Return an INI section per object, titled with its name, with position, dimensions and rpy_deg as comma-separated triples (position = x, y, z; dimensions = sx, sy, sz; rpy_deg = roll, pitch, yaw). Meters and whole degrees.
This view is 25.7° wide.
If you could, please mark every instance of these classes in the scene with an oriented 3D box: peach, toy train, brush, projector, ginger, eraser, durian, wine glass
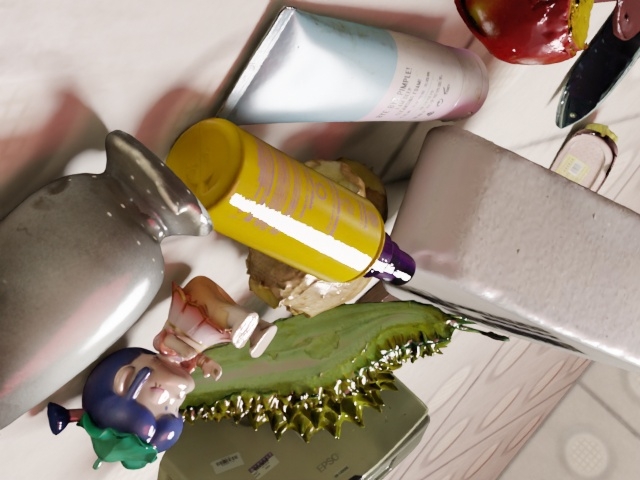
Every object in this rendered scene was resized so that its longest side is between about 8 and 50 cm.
[peach]
position = 0.179, -0.227, 1.153
dimensions = 0.092, 0.127, 0.172
rpy_deg = -11, 137, -55
[toy train]
position = 0.355, -0.235, 1.642
dimensions = 0.252, 0.055, 0.048
rpy_deg = -55, 169, 23
[brush]
position = 0.336, -0.053, 1.952
dimensions = 0.067, 0.072, 0.313
rpy_deg = -49, 168, -41
[projector]
position = -0.038, 0.208, 1.458
dimensions = 0.269, 0.193, 0.088
rpy_deg = -34, 157, -34
[ginger]
position = 0.000, 0.000, 1.265
dimensions = 0.157, 0.102, 0.216
rpy_deg = -57, 159, 7
[eraser]
position = 0.178, 0.011, 1.405
dimensions = 0.150, 0.331, 0.331
rpy_deg = -69, 161, -4
[durian]
position = 0.000, 0.127, 1.396
dimensions = 0.375, 0.132, 0.106
rpy_deg = -14, 159, -13
[wine glass]
position = -0.171, 0.025, 0.929
dimensions = 0.204, 0.111, 0.111
rpy_deg = -44, 161, -12

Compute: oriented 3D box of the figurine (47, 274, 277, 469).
[figurine]
position = -0.136, 0.118, 1.220
dimensions = 0.195, 0.102, 0.111
rpy_deg = -49, 149, -2

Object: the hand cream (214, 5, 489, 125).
[hand cream]
position = 0.031, -0.134, 1.152
dimensions = 0.312, 0.070, 0.111
rpy_deg = -1, 133, -54

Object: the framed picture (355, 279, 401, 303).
[framed picture]
position = 0.108, 0.057, 1.738
dimensions = 0.168, 0.023, 0.128
rpy_deg = -41, 160, -18

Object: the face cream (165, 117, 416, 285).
[face cream]
position = -0.008, -0.015, 1.117
dimensions = 0.078, 0.078, 0.273
rpy_deg = -51, 141, 11

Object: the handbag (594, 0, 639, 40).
[handbag]
position = 0.375, -0.360, 1.395
dimensions = 0.275, 0.084, 0.260
rpy_deg = -38, 157, -27
